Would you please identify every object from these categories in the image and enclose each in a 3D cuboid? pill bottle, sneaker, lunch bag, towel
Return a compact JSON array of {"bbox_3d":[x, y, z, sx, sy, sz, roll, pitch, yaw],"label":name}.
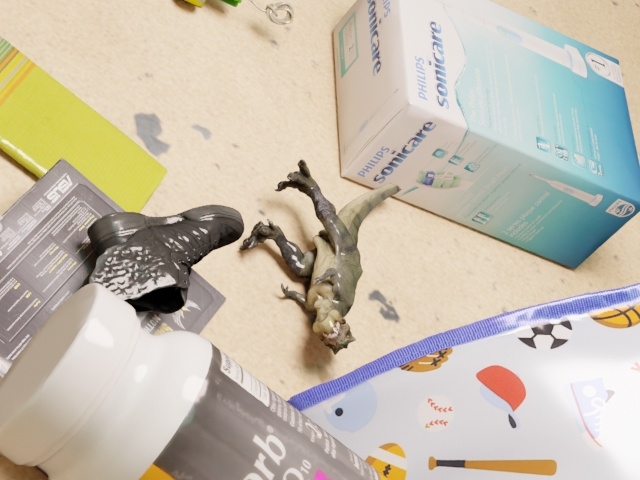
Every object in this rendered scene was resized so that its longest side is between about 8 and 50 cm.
[{"bbox_3d":[-0.087,0.163,1.267,0.278,0.162,0.162,38,38,-17],"label":"pill bottle"},{"bbox_3d":[-0.122,0.022,1.440,0.170,0.051,0.089,-3,58,-37],"label":"sneaker"},{"bbox_3d":[0.182,0.233,1.437,0.385,0.239,0.328,-13,62,-15],"label":"lunch bag"},{"bbox_3d":[-0.246,-0.101,1.562,0.237,0.021,0.102,38,44,-8],"label":"towel"}]

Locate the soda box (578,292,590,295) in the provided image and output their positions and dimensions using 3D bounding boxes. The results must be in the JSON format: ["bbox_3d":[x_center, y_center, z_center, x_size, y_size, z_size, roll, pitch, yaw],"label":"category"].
[{"bbox_3d":[0.272,0.156,1.723,0.067,0.071,0.210,-11,63,-46],"label":"soda box"}]

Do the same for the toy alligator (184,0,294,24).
[{"bbox_3d":[-0.115,-0.258,1.795,0.189,0.056,0.051,23,2,-23],"label":"toy alligator"}]

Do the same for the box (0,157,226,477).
[{"bbox_3d":[-0.199,0.061,1.421,0.183,0.056,0.231,41,39,-5],"label":"box"}]

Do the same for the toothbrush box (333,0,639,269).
[{"bbox_3d":[0.169,-0.128,1.854,0.295,0.126,0.216,21,44,-26],"label":"toothbrush box"}]

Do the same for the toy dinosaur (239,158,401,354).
[{"bbox_3d":[0.000,0.000,1.649,0.118,0.064,0.268,39,36,-15],"label":"toy dinosaur"}]
